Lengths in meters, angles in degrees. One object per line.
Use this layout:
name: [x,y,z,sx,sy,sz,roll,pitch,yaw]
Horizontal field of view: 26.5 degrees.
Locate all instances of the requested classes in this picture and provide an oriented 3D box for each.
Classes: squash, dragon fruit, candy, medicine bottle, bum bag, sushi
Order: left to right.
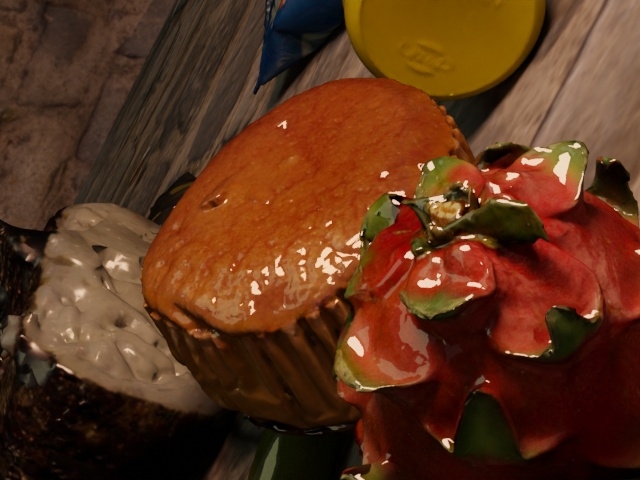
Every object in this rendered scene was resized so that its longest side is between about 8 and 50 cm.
sushi: [-0.206,0.102,1.163,0.208,0.234,0.348,-60,13,22]
bum bag: [-0.170,0.018,1.469,0.106,0.060,0.233,-31,38,48]
squash: [-0.034,0.180,0.805,0.183,0.052,0.052,-68,16,-14]
candy: [0.012,-0.276,1.309,0.331,0.077,0.187,143,141,-60]
medicine bottle: [0.073,-0.189,0.886,0.122,0.121,0.212,-56,18,28]
dragon fruit: [0.069,0.063,0.542,0.137,0.135,0.236,-80,1,-46]

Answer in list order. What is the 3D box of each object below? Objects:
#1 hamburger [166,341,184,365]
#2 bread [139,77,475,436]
hamburger: [-0.042,0.028,0.939,0.162,0.115,0.162,-58,17,29]
bread: [-0.001,0.000,0.730,0.199,0.104,0.199,-21,36,16]
